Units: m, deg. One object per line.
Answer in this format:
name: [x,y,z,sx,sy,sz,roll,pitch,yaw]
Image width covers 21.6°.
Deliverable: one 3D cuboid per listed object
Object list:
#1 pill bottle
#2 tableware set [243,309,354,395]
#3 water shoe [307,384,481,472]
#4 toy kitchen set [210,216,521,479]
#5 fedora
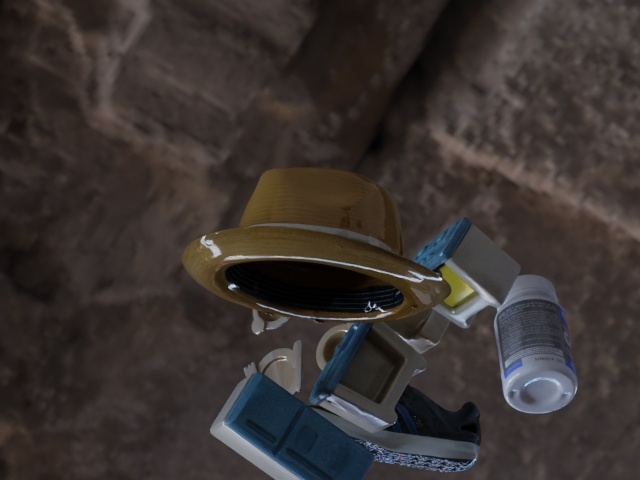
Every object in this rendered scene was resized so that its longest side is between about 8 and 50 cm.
pill bottle: [0.223,0.107,1.763,0.078,0.078,0.137,24,-140,-25]
tableware set: [-0.012,0.092,1.734,0.020,0.169,0.141,37,-140,-46]
water shoe: [0.072,0.192,1.789,0.203,0.073,0.080,14,-116,-10]
toy kitchen set: [0.036,0.085,1.320,0.122,0.166,0.207,36,-119,-8]
fedora: [0.000,0.000,1.161,0.194,0.194,0.079,18,-112,-35]
